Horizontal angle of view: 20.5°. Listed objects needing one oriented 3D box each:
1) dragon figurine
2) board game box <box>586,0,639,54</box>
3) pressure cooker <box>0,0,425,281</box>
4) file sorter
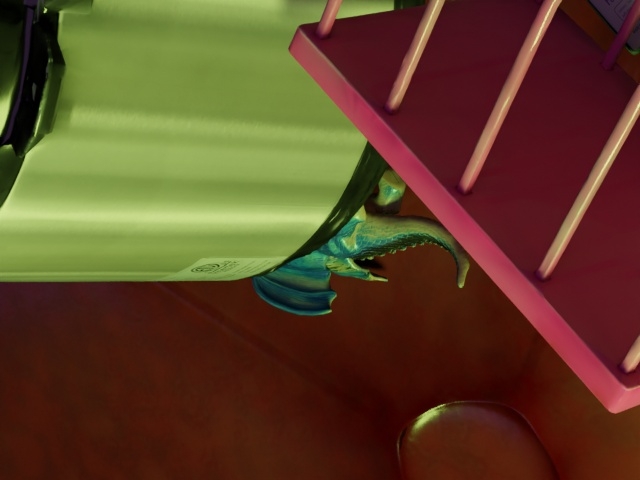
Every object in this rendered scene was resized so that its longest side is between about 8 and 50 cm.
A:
[{"bbox_3d":[0.000,0.000,1.301,0.289,0.085,0.144,28,124,29],"label":"dragon figurine"},{"bbox_3d":[0.172,-0.308,1.061,0.316,0.064,0.242,51,134,8],"label":"board game box"},{"bbox_3d":[-0.189,-0.152,1.107,0.375,0.420,0.370,55,131,37],"label":"pressure cooker"},{"bbox_3d":[0.166,-0.094,0.944,0.291,0.202,0.182,50,136,29],"label":"file sorter"}]
